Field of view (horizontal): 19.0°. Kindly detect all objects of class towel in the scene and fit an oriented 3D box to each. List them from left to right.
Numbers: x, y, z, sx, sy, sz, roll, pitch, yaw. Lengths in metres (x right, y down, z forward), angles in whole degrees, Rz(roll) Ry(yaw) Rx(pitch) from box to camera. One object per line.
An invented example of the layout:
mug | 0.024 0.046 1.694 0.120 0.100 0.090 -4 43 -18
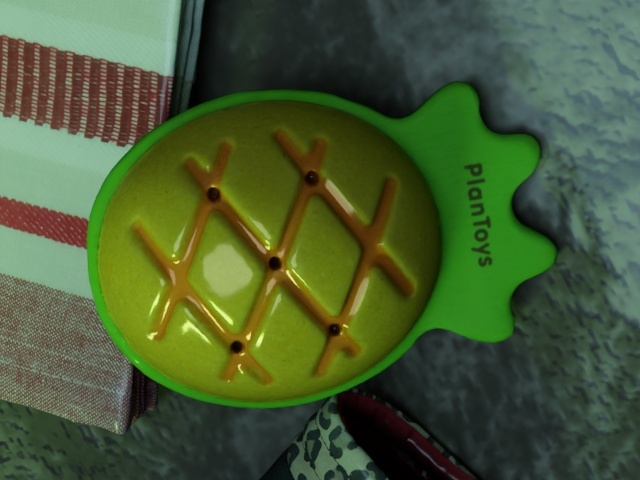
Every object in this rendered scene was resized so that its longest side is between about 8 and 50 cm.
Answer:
towel | -0.158 -0.099 0.834 0.237 0.037 0.329 15 105 21

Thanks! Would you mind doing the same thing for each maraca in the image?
maraca | 0.000 0.000 0.760 0.186 0.099 0.127 -10 100 -3

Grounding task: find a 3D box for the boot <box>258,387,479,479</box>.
boot | 0.026 0.194 0.794 0.236 0.085 0.178 46 111 8
